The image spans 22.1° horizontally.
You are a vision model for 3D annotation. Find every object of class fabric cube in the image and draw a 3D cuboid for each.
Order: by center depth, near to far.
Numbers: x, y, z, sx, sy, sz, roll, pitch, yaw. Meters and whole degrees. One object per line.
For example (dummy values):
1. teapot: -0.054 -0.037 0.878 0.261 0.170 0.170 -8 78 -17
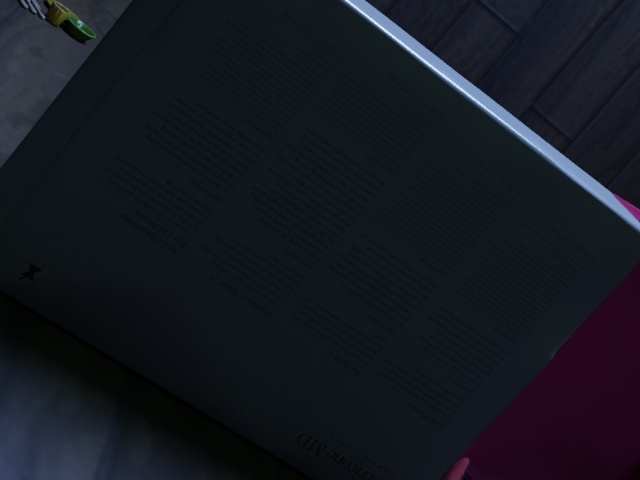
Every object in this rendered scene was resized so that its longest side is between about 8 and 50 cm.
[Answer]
1. fabric cube: 0.262 0.127 1.490 0.254 0.258 0.259 48 14 33

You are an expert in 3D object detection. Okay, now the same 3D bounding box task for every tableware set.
1. tableware set: -0.294 -0.268 1.755 0.104 0.024 0.154 30 16 -40

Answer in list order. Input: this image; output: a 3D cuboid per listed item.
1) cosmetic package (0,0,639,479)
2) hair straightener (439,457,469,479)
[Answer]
1. cosmetic package: -0.005 -0.008 1.112 0.377 0.284 0.097 35 12 -25
2. hair straightener: 0.107 0.224 1.185 0.089 0.047 0.230 41 13 5
